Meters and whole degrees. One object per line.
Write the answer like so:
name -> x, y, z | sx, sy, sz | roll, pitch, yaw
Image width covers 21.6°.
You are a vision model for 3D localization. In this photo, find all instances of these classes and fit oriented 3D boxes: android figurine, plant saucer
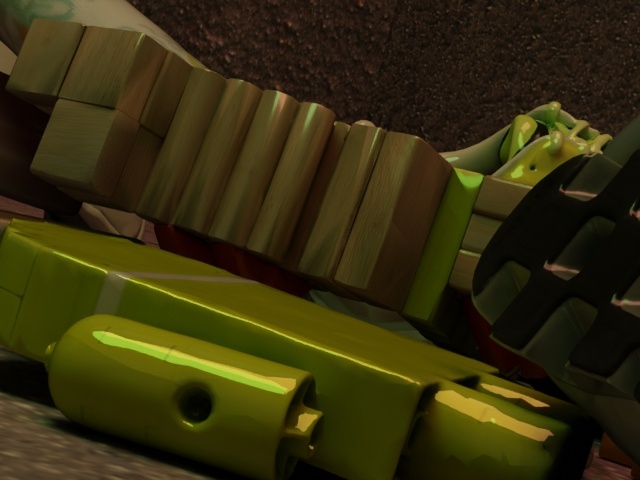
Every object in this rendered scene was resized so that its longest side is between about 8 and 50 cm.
android figurine -> -0.027, 0.050, 0.683 | 0.273, 0.056, 0.248 | 17, 3, 14
plant saucer -> -0.323, -0.114, 1.248 | 0.332, 0.084, 0.332 | 21, 1, 0

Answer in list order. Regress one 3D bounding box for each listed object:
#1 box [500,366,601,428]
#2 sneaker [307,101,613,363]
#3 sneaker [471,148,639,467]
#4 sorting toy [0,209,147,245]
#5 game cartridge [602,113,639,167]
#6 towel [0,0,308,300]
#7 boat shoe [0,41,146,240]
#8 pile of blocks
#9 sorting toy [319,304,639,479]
box -> 0.335, 0.052, 1.234 | 0.318, 0.097, 0.395 | 18, 24, 40
sneaker -> 0.178, -0.005, 1.041 | 0.385, 0.147, 0.145 | -3, 25, 5
sneaker -> 0.174, 0.064, 0.550 | 0.146, 0.122, 0.330 | 42, 3, -19
sorting toy -> -0.162, 0.013, 0.992 | 0.275, 0.046, 0.132 | 12, 2, -12
game cartridge -> 0.241, 0.047, 0.664 | 0.297, 0.062, 0.198 | 44, -15, 3
towel -> -0.100, -0.073, 1.214 | 0.320, 0.090, 0.374 | 39, -3, 34
boat shoe -> -0.262, -0.090, 1.502 | 0.099, 0.116, 0.319 | -3, -34, 21
pile of blocks -> 0.000, 0.000, 0.885 | 0.362, 0.112, 0.149 | 20, -10, 1
sorting toy -> 0.078, 0.081, 0.930 | 0.307, 0.041, 0.229 | 14, 1, -3
